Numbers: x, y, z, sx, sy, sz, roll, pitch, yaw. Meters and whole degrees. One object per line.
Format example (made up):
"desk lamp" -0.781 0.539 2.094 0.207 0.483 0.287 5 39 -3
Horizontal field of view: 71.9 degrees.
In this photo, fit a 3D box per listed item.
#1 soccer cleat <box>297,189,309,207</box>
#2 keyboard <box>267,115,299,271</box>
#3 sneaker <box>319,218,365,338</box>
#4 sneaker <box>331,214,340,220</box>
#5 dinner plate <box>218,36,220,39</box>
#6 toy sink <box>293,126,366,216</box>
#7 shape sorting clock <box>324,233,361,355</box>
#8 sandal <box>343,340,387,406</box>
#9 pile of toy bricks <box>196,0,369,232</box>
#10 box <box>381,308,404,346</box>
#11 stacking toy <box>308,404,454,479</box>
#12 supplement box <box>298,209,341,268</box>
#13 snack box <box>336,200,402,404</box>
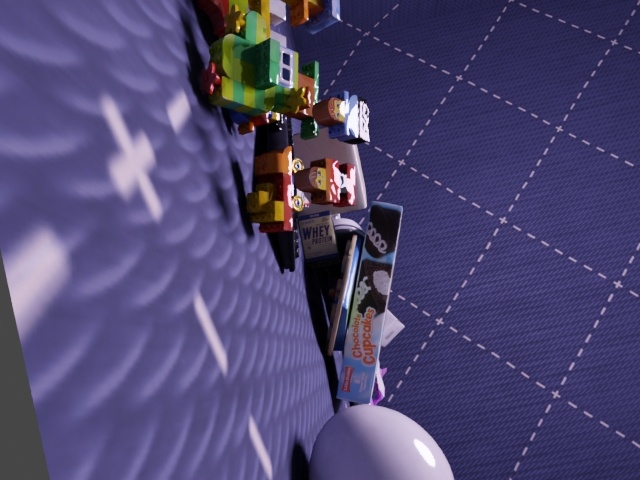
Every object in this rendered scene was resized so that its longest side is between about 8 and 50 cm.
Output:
"soccer cleat" -0.035 -0.068 0.681 0.083 0.029 0.035 -6 88 -82
"keyboard" -0.048 -0.132 0.541 0.317 0.033 0.201 -99 -179 -51
"sneaker" 0.068 0.099 0.959 0.127 0.126 0.321 -102 177 -45
"sneaker" 0.033 -0.001 1.113 0.106 0.078 0.234 62 14 -69
"dinner plate" -0.088 -0.214 0.433 0.141 0.017 0.141 -11 90 -87
"toy sink" 0.012 -0.147 0.874 0.234 0.131 0.152 -74 152 -72
"shape sorting clock" 0.035 0.090 0.742 0.206 0.040 0.206 9 90 -82
"sandal" 0.122 0.330 1.174 0.416 0.102 0.169 -99 175 -65
"pile of toy bricks" -0.043 -0.115 0.328 0.105 0.118 0.212 1 86 -47
"box" 0.143 0.211 1.279 0.170 0.091 0.130 45 1 27
"stacking toy" 0.136 0.350 0.344 0.480 0.351 0.350 62 4 0
"supplement box" 0.000 0.000 0.768 0.083 0.056 0.083 60 19 -78
"snack box" 0.091 0.111 0.792 0.187 0.060 0.322 57 43 -76
